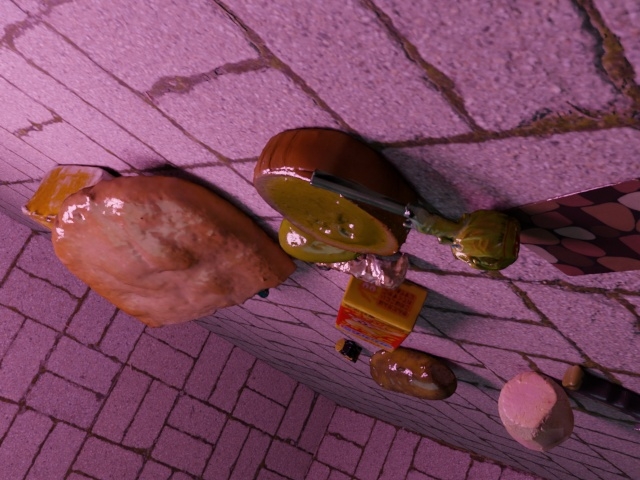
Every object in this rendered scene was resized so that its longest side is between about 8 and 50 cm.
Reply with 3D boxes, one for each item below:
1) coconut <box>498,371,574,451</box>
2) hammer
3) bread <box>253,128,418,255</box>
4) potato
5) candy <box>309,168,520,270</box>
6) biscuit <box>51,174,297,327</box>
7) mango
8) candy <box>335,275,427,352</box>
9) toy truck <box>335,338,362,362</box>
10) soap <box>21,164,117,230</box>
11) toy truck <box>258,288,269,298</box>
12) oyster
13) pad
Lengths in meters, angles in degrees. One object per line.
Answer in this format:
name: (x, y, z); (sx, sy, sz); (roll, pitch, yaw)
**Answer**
coconut: (0.451, 0.359, 1.384); (0.147, 0.147, 0.153); (14, 157, 33)
hammer: (0.555, 0.295, 1.210); (0.226, 0.041, 0.159); (23, 161, 5)
bread: (0.018, -0.059, 0.876); (0.236, 0.070, 0.236); (25, 163, 8)
potato: (0.235, 0.334, 1.667); (0.251, 0.113, 0.149); (-1, 143, 39)
candy: (0.111, -0.028, 0.765); (0.261, 0.073, 0.077); (19, 168, -11)
biscuit: (-0.304, 0.033, 1.318); (0.428, 0.104, 0.446); (-12, 142, 23)
mango: (0.000, 0.000, 1.066); (0.165, 0.074, 0.091); (12, 156, 37)
candy: (0.111, 0.137, 1.294); (0.146, 0.088, 0.276); (23, 164, 4)
toy truck: (0.084, 0.326, 1.957); (0.054, 0.049, 0.083); (14, 159, 36)
soap: (-0.474, -0.025, 1.532); (0.293, 0.156, 0.335); (10, 157, 47)
toy truck: (-0.163, 0.112, 1.682); (0.039, 0.044, 0.083); (2, 151, 47)
oyster: (0.049, 0.045, 1.115); (0.106, 0.061, 0.199); (10, 174, -28)
pad: (0.308, -0.005, 0.735); (0.158, 0.003, 0.235); (31, 162, -17)
